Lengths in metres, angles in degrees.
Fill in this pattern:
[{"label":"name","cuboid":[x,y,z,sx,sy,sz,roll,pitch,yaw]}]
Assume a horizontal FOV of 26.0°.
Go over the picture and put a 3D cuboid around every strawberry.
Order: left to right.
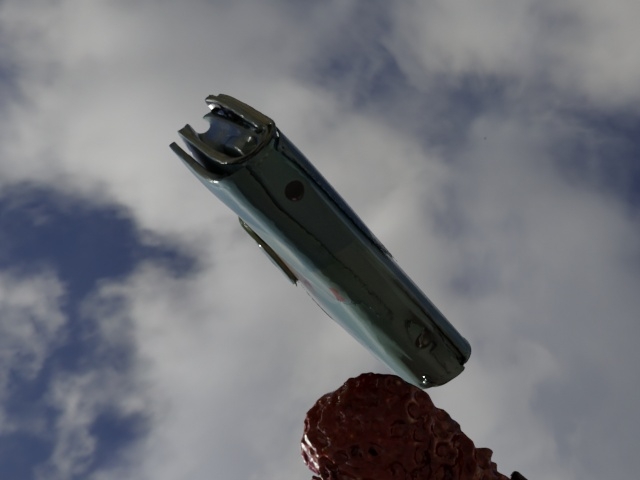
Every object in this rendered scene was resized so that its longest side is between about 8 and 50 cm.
[{"label":"strawberry","cuboid":[0.069,0.179,1.039,0.188,0.082,0.121,32,-43,0]}]

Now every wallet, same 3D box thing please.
[{"label":"wallet","cuboid":[0.000,0.000,1.070,0.075,0.176,0.250,-45,-64,-5]}]
